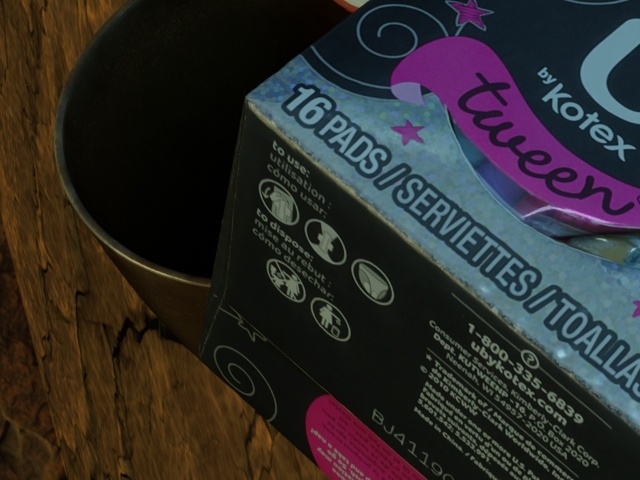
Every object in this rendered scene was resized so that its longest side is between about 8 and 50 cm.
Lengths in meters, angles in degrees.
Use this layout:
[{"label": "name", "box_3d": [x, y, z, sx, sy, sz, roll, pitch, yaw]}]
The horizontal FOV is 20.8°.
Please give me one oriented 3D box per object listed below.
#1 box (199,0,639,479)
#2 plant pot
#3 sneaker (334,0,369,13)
[{"label": "box", "box_3d": [0.101, 0.036, 0.562, 0.247, 0.142, 0.163, 40, 149, 15]}, {"label": "plant pot", "box_3d": [0.000, 0.000, 0.900, 0.230, 0.215, 0.215, 74, 169, -53]}, {"label": "sneaker", "box_3d": [0.066, -0.149, 0.737, 0.221, 0.087, 0.128, 35, 139, 44]}]
